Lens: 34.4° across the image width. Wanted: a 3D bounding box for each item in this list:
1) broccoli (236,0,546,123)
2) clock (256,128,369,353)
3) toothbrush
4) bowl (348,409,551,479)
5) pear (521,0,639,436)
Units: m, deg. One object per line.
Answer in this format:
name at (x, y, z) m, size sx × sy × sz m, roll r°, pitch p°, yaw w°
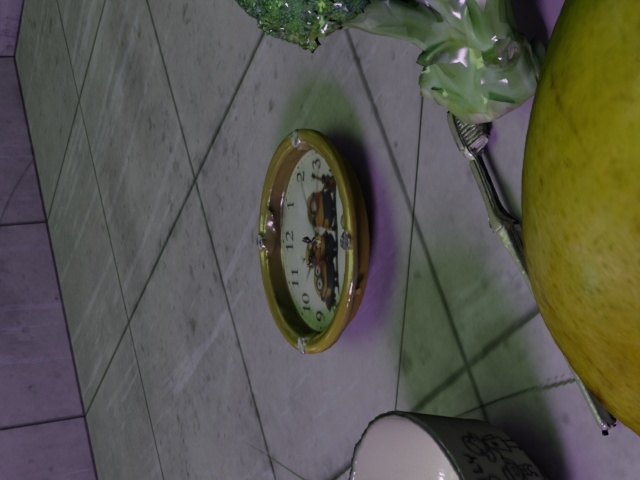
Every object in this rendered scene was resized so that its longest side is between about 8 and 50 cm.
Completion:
broccoli at (0.065, -0.210, 0.737) m, size 0.270 × 0.270 × 0.270 m, roll 53°, pitch 157°, yaw -11°
clock at (0.000, 0.000, 1.074) m, size 0.237 × 0.057 × 0.237 m, roll 13°, pitch 104°, yaw 63°
toothbrush at (0.156, 0.012, 0.786) m, size 0.028 × 0.026 × 0.294 m, roll -43°, pitch 55°, yaw 41°
bowl at (0.117, 0.230, 0.809) m, size 0.211 × 0.112 × 0.211 m, roll 174°, pitch 90°, yaw -65°
pear at (0.211, -0.039, 0.422) m, size 0.307 × 0.253 × 0.253 m, roll 97°, pitch 154°, yaw -50°
